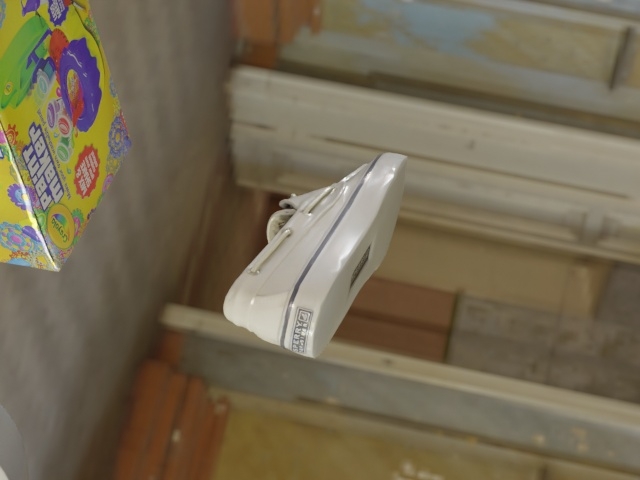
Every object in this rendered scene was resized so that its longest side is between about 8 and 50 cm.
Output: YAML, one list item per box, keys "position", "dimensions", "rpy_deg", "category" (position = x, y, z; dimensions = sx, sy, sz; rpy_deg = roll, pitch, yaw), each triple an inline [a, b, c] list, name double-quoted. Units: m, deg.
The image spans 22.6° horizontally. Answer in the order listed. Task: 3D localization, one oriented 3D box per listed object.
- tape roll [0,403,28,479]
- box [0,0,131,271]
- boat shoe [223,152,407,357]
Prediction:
- position: [-0.334, 0.195, 1.213]
  dimensions: [0.072, 0.219, 0.219]
  rpy_deg: [-100, -163, -63]
  category: "tape roll"
- position: [-0.354, -0.147, 1.420]
  dimensions: [0.290, 0.279, 0.177]
  rpy_deg: [80, 27, -47]
  category: "box"
- position: [0.000, 0.000, 1.295]
  dimensions: [0.267, 0.088, 0.096]
  rpy_deg: [-58, 161, -50]
  category: "boat shoe"
